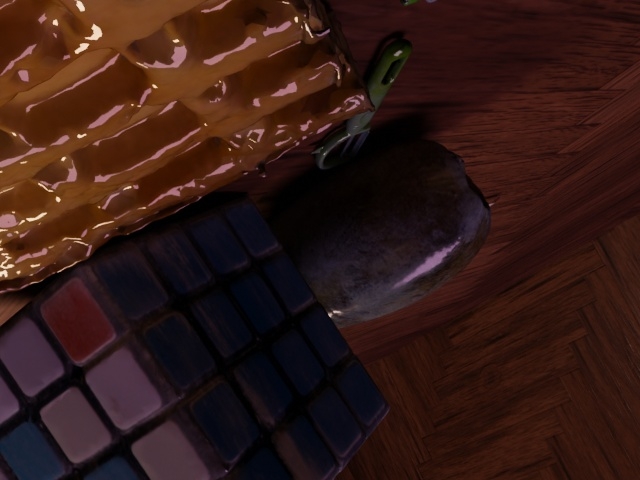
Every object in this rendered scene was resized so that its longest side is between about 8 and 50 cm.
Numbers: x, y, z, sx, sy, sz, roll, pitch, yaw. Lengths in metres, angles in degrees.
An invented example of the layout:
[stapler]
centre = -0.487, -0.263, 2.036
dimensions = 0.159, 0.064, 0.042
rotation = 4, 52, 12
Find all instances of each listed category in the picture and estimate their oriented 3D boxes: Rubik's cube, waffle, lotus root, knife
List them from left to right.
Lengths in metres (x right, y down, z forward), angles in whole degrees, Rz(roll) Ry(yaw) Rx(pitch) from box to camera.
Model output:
[waffle]
centre = -0.140, -0.069, 0.416
dimensions = 0.304, 0.077, 0.348
rotation = -26, 167, 7
[Rubik's cube]
centre = -0.137, 0.146, 0.746
dimensions = 0.253, 0.259, 0.256
rotation = -33, 180, 28
[lotus root]
centre = 0.021, 0.019, 0.864
dimensions = 0.322, 0.140, 0.158
rotation = -30, 136, 24
[knife]
centre = 0.028, -0.107, 0.708
dimensions = 0.054, 0.015, 0.212
rotation = -19, 167, -19

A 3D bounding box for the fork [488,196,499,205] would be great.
[fork]
centre = 0.241, -0.054, 1.303
dimensions = 0.115, 0.012, 0.016
rotation = -13, 155, -41

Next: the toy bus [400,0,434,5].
[toy bus]
centre = 0.081, -0.175, 0.513
dimensions = 0.083, 0.031, 0.037
rotation = -25, 157, -2
